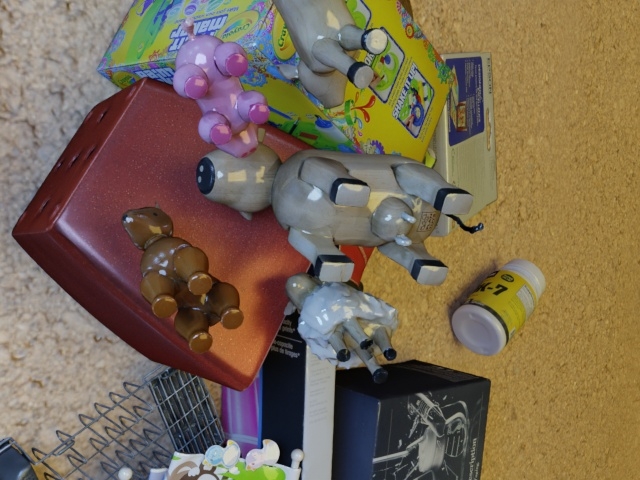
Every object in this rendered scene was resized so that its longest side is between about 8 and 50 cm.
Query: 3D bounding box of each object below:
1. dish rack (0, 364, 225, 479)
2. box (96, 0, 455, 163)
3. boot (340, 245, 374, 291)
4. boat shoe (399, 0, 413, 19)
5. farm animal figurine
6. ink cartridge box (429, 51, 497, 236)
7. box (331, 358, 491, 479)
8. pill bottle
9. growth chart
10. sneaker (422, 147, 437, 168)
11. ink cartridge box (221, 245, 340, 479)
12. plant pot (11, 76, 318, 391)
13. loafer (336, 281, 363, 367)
[{"bbox_3d":[-0.243,0.276,0.842,0.271,0.074,0.208,-34,120,-39],"label":"dish rack"},{"bbox_3d":[-0.049,-0.197,0.812,0.279,0.289,0.177,37,70,-43],"label":"box"},{"bbox_3d":[0.000,0.000,1.023,0.244,0.088,0.176,43,58,-43],"label":"boot"},{"bbox_3d":[0.080,-0.325,1.068,0.098,0.096,0.277,66,32,-31],"label":"boat shoe"},{"bbox_3d":[-0.011,-0.066,0.599,0.326,0.172,0.330,22,105,-30],"label":"farm animal figurine"},{"bbox_3d":[0.253,-0.190,1.264,0.307,0.072,0.304,-29,116,-60],"label":"ink cartridge box"},{"bbox_3d":[0.113,0.393,1.141,0.312,0.178,0.344,3,93,-44],"label":"box"},{"bbox_3d":[0.372,0.132,1.410,0.208,0.119,0.119,-38,121,-36],"label":"pill bottle"},{"bbox_3d":[-0.138,0.326,0.825,0.237,0.021,0.172,3,96,-21],"label":"growth chart"},{"bbox_3d":[0.057,-0.125,0.964,0.121,0.300,0.111,24,102,-27],"label":"sneaker"},{"bbox_3d":[-0.058,0.144,0.933,0.069,0.175,0.371,-1,96,-45],"label":"ink cartridge box"},{"bbox_3d":[-0.172,-0.024,0.755,0.235,0.267,0.267,37,69,-28],"label":"plant pot"},{"bbox_3d":[0.035,0.138,1.107,0.062,0.061,0.170,41,66,-40],"label":"loafer"}]
